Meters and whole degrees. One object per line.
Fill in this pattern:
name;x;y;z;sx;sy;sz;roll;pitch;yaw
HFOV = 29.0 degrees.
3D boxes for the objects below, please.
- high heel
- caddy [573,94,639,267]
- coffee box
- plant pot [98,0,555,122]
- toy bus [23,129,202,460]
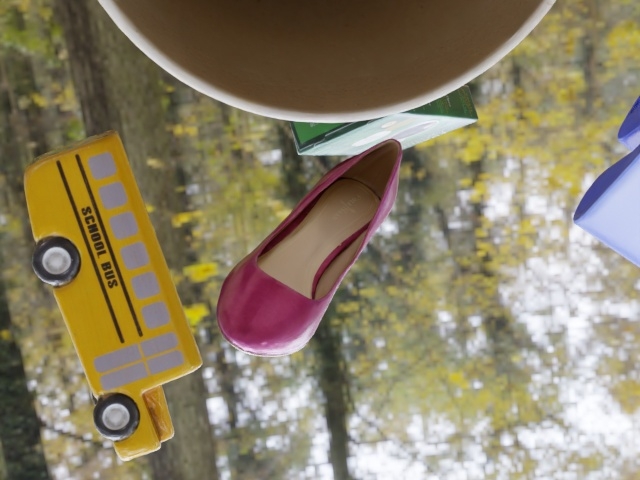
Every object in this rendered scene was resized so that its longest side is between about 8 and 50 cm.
high heel;0.000;0.000;0.956;0.082;0.117;0.244;36;-150;10
caddy;0.381;-0.084;1.130;0.241;0.179;0.341;-56;176;-24
coffee box;0.064;-0.117;1.188;0.113;0.040;0.184;-21;172;31
plant pot;-0.011;-0.221;0.677;0.256;0.256;0.274;-8;-160;-5
toy bus;-0.222;0.059;1.332;0.130;0.332;0.108;-20;-169;-7
